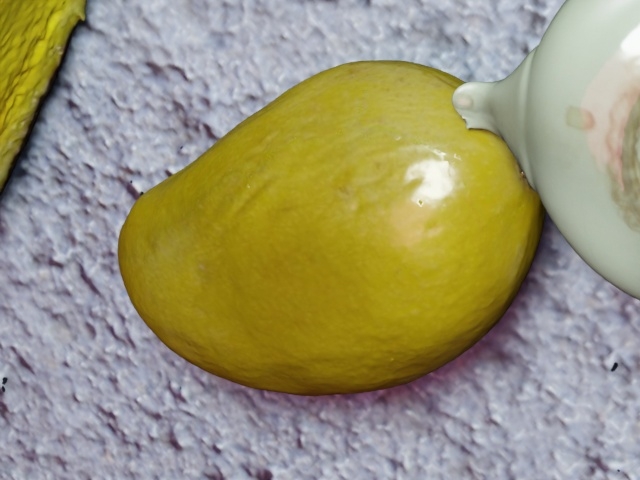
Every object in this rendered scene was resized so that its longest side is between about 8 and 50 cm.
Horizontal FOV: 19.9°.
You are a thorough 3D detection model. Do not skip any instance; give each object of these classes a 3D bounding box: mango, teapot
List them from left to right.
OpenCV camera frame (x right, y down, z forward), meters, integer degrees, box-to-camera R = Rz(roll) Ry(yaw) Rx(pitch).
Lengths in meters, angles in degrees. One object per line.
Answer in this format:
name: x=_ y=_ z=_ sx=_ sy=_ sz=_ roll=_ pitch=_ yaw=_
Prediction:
mango: x=0.005 y=0.006 z=1.156 sx=0.332 sy=0.142 sz=0.195 roll=-31 pitch=85 yaw=43
teapot: x=0.235 y=-0.116 z=0.964 sx=0.220 sy=0.149 sz=0.318 roll=32 pitch=105 yaw=-7

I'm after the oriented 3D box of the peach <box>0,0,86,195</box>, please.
peach: x=-0.334 y=-0.168 z=1.238 sx=0.306 sy=0.242 sz=0.380 roll=-32 pitch=89 yaw=31
